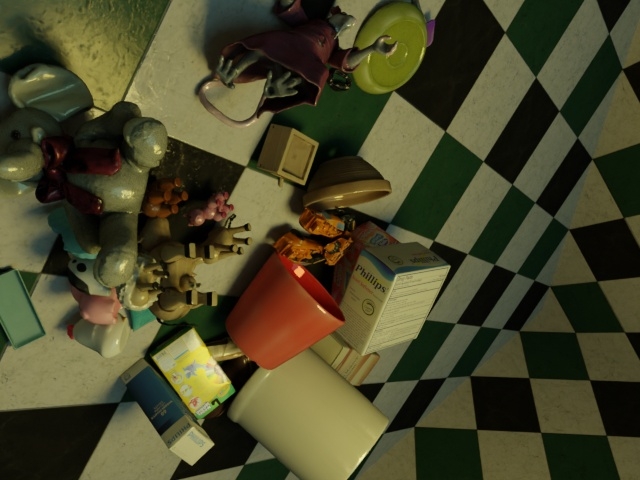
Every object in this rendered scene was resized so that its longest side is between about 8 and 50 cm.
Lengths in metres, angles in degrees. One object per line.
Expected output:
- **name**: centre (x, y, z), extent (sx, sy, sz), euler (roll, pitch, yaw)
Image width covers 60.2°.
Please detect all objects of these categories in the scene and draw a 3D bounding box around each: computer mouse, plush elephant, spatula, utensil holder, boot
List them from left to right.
- **plush elephant**: centre (-0.416, -0.127, 0.898), extent (0.256, 0.330, 0.271), euler (12, 111, -27)
- **boot**: centre (-0.313, 0.436, 1.613), extent (0.207, 0.090, 0.248), euler (-9, 130, -46)
- **utensil holder**: centre (-0.033, 0.536, 1.682), extent (0.327, 0.385, 0.327), euler (-48, 167, -14)
- **computer mouse**: centre (-0.007, -0.369, 1.304), extent (0.242, 0.041, 0.071), euler (-16, 130, -40)
- **spatula**: centre (0.247, -0.599, 1.396), extent (0.084, 0.030, 0.296), euler (-38, 142, -11)

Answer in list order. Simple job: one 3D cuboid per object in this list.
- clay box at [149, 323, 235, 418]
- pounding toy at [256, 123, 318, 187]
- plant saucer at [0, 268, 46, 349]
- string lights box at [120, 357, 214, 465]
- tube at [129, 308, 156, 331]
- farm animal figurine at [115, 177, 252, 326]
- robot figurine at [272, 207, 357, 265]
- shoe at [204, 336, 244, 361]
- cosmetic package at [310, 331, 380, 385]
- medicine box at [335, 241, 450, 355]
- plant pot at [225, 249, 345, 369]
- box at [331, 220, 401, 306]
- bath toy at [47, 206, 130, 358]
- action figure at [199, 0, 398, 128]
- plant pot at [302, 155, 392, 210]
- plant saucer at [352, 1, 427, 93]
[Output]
- **clay box**: centre (-0.334, 0.348, 1.454), extent (0.127, 0.053, 0.222), euler (-35, 109, -20)
- **pounding toy**: centre (-0.083, -0.196, 1.339), extent (0.141, 0.100, 0.130), euler (17, 92, -55)
- **plant saucer**: centre (-0.607, 0.136, 1.094), extent (0.067, 0.018, 0.192), euler (-28, 139, -30)
- **string lights box**: centre (-0.384, 0.424, 1.379), extent (0.077, 0.260, 0.133), euler (-40, 142, -16)
- **tube**: centre (-0.418, 0.134, 1.280), extent (0.080, 0.052, 0.207), euler (-26, 142, -25)
- **farm animal figurine**: centre (-0.308, 0.029, 1.193), extent (0.330, 0.172, 0.326), euler (42, 45, -55)
- **robot figurine**: centre (0.000, 0.000, 1.559), extent (0.211, 0.085, 0.291), euler (-46, 153, 16)
- **shoe**: centre (-0.277, 0.303, 1.547), extent (0.219, 0.077, 0.058), euler (-10, 90, -31)
- **cosmetic package**: centre (0.074, 0.423, 1.998), extent (0.153, 0.129, 0.296), euler (-55, 144, 6)
- **medicine box**: centre (0.210, 0.167, 1.654), extent (0.264, 0.149, 0.289), euler (-5, 123, -44)
- **plant pot**: centre (-0.109, 0.204, 1.514), extent (0.243, 0.275, 0.275), euler (-44, 145, 5)
- **box**: centre (0.142, 0.111, 1.786), extent (0.142, 0.154, 0.299), euler (-25, 137, -33)
- **bath toy**: centre (-0.467, 0.095, 1.125), extent (0.129, 0.151, 0.348), euler (8, 128, -2)
- **action figure**: centre (-0.030, -0.376, 1.146), extent (0.276, 0.248, 0.370), euler (-41, -172, 46)
- **plant pot**: centre (0.064, -0.156, 1.465), extent (0.237, 0.237, 0.109), euler (-4, 82, -46)
- **plant saucer**: centre (0.186, -0.477, 1.402), extent (0.241, 0.037, 0.241), euler (-24, 139, -23)
